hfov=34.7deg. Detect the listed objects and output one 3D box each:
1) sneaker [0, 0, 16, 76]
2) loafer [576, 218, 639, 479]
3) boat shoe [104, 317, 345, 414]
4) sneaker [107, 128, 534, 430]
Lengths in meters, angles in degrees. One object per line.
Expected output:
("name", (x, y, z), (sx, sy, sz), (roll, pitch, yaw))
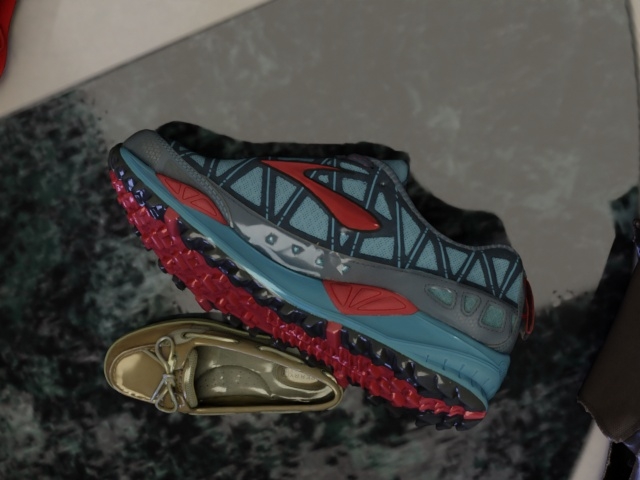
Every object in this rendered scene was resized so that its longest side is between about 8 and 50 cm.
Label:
("sneaker", (-0.282, -0.097, 0.592), (0.145, 0.090, 0.270), (37, 99, 0))
("loafer", (0.188, 0.086, 0.585), (0.078, 0.080, 0.220), (-2, 101, 5))
("boat shoe", (-0.060, 0.082, 0.625), (0.153, 0.048, 0.056), (6, 101, 4))
("sneaker", (0.000, 0.000, 0.595), (0.262, 0.104, 0.125), (31, 65, 12))
